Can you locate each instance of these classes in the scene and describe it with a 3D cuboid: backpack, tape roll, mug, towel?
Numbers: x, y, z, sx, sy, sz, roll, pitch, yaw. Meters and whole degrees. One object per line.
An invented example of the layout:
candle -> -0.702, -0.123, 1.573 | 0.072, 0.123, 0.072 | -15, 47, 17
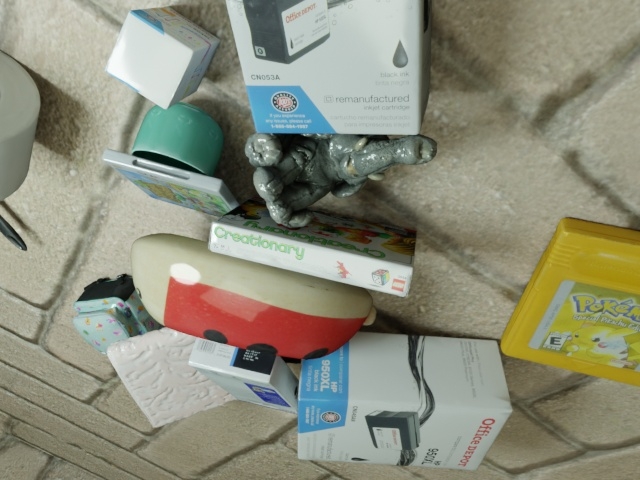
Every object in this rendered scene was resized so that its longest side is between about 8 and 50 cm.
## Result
backpack -> -0.480, 0.194, 1.221 | 0.166, 0.144, 0.188 | -11, 130, 21
tape roll -> -0.603, -0.193, 0.825 | 0.246, 0.246, 0.169 | 33, 135, -12
mug -> -0.229, -0.160, 0.815 | 0.158, 0.097, 0.129 | 6, 165, 45
towel -> -0.282, 0.295, 1.198 | 0.332, 0.053, 0.316 | -17, 134, -11

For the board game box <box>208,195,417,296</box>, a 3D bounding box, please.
board game box -> 0.000, 0.000, 0.825 | 0.306, 0.193, 0.053 | 12, 109, 8

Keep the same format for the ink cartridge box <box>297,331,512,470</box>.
ink cartridge box -> 0.154, 0.337, 1.057 | 0.395, 0.166, 0.285 | 3, 135, 1

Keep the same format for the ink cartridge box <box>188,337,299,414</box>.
ink cartridge box -> -0.139, 0.290, 1.063 | 0.166, 0.065, 0.332 | 9, 153, 12

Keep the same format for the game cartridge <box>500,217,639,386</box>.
game cartridge -> 0.496, 0.120, 0.861 | 0.286, 0.052, 0.323 | 12, 136, 9

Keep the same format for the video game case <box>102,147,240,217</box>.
video game case -> -0.238, -0.086, 0.870 | 0.194, 0.023, 0.212 | 16, 170, 5

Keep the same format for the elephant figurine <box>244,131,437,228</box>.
elephant figurine -> 0.026, -0.123, 0.740 | 0.240, 0.185, 0.169 | -23, 161, 6

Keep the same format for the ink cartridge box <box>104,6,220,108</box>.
ink cartridge box -> -0.210, -0.258, 0.704 | 0.092, 0.143, 0.090 | 31, 117, -10

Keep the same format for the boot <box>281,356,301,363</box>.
boot -> -0.084, 0.267, 1.166 | 0.198, 0.076, 0.137 | 31, 120, -14

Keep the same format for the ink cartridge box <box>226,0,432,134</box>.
ink cartridge box -> 0.013, -0.289, 0.592 | 0.223, 0.129, 0.307 | 5, 133, 16

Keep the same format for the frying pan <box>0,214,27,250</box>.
frying pan -> -0.726, -0.126, 1.069 | 0.326, 0.053, 0.197 | 41, 132, -22

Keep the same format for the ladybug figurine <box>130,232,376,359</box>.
ladybug figurine -> -0.123, 0.106, 0.910 | 0.450, 0.161, 0.305 | 13, 175, 0
